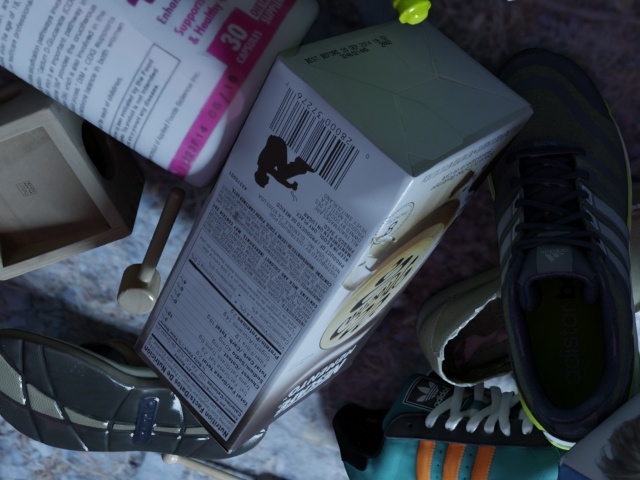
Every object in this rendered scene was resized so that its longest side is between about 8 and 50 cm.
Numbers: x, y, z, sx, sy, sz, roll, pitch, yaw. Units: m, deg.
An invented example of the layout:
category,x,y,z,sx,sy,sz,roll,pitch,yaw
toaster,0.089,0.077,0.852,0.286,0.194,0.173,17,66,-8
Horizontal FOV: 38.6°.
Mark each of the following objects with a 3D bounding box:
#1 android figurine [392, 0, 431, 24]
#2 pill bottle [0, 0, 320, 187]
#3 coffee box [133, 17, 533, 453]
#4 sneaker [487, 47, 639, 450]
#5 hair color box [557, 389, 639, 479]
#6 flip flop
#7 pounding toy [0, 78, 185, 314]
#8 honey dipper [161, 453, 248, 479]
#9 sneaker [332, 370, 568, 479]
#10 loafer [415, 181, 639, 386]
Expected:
category,x,y,z,sx,sy,sz,roll,pitch,yaw
android figurine,0.007,-0.254,0.512,0.056,0.248,0.272,-22,83,-4
pill bottle,-0.157,-0.174,0.628,0.283,0.160,0.160,32,119,-8
coffee box,0.000,0.000,0.665,0.119,0.168,0.297,44,131,15
sneaker,0.174,0.000,0.648,0.111,0.121,0.299,-11,79,16
hair color box,0.330,0.141,0.621,0.174,0.347,0.105,26,131,41
flip flop,-0.183,0.140,0.873,0.277,0.080,0.112,11,117,-16
pounding toy,-0.192,-0.037,0.761,0.181,0.094,0.206,-19,125,12
honey dipper,-0.088,0.247,0.946,0.161,0.030,0.030,23,121,-1
sneaker,0.124,0.170,0.789,0.302,0.108,0.121,-26,97,41
loafer,0.198,0.049,0.749,0.269,0.092,0.102,-34,110,24
